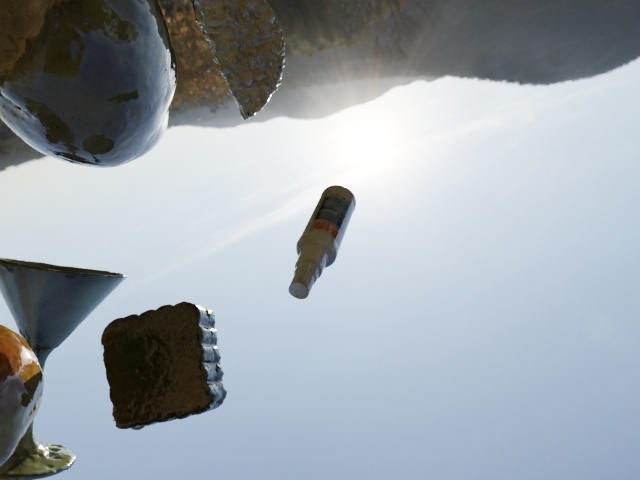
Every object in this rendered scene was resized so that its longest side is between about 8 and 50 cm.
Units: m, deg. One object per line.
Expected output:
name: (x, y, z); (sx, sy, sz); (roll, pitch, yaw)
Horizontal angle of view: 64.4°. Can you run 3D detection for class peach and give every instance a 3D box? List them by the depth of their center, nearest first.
peach: (-0.468, 0.198, 0.641); (0.214, 0.215, 0.235); (-27, -168, -17)

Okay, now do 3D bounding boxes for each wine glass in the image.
wine glass: (-0.572, 0.245, 1.032); (0.266, 0.407, 0.267); (11, 176, 1)

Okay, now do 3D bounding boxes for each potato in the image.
potato: (-0.299, -0.224, 0.638); (0.220, 0.243, 0.326); (20, 168, -5)

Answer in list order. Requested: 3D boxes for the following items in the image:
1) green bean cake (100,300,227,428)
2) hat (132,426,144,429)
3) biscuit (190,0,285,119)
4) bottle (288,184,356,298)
green bean cake: (-0.253, 0.205, 0.842); (0.172, 0.182, 0.094); (-16, 166, 5)
hat: (-0.561, 0.503, 1.592); (0.173, 0.167, 0.144); (-2, -172, 23)
biscuit: (-0.155, -0.409, 1.056); (0.179, 0.281, 0.084); (-31, -148, -24)
bottle: (0.000, 0.000, 0.699); (0.060, 0.060, 0.217); (-7, -147, 24)
